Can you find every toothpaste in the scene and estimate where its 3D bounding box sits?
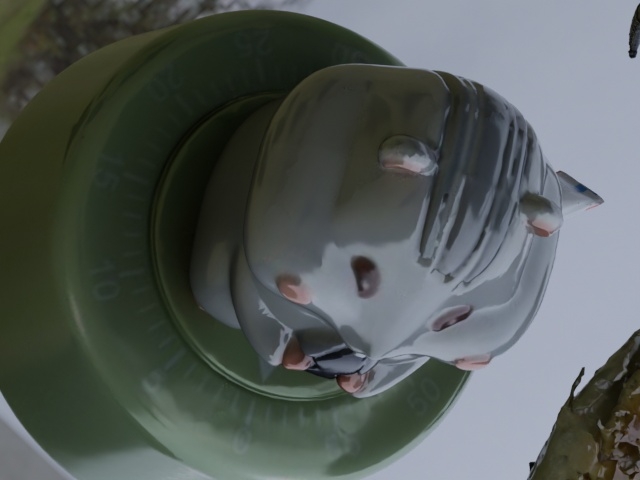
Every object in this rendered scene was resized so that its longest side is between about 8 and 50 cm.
[{"bbox_3d":[0.165,-0.022,1.250,0.190,0.048,0.031,-23,143,-52],"label":"toothpaste"}]

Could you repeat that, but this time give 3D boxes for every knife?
[{"bbox_3d":[0.322,-0.221,1.489,0.222,0.021,0.046,112,-23,-80],"label":"knife"}]

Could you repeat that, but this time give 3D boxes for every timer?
[{"bbox_3d":[0.000,0.000,0.798,0.291,0.291,0.315,-50,-166,-23],"label":"timer"}]

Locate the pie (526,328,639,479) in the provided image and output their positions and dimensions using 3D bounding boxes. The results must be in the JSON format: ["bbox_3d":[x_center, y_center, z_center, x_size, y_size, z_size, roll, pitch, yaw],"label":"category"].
[{"bbox_3d":[0.212,0.154,0.808,0.274,0.274,0.055,-46,-155,-9],"label":"pie"}]
